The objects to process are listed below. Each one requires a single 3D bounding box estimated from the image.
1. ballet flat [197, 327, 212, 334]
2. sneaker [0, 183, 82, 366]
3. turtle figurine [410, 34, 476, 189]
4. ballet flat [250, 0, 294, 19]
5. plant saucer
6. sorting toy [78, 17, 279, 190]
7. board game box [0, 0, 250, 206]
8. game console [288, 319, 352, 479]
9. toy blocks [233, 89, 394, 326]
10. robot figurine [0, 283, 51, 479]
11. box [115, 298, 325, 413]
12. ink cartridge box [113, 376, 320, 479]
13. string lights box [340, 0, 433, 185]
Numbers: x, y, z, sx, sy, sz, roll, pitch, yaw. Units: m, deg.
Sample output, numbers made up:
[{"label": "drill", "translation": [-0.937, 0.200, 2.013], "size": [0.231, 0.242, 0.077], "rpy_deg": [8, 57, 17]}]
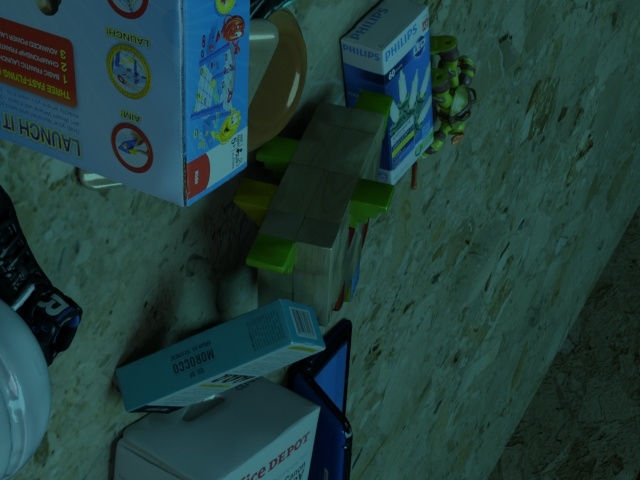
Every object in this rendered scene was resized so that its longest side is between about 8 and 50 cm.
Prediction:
[{"label": "ballet flat", "translation": [-0.103, 0.145, 1.557], "size": [0.058, 0.084, 0.250], "rpy_deg": [-44, 163, 17]}, {"label": "sneaker", "translation": [-0.290, 0.032, 1.083], "size": [0.079, 0.121, 0.216], "rpy_deg": [-44, 145, -41]}, {"label": "turtle figurine", "translation": [0.214, -0.229, 1.876], "size": [0.269, 0.087, 0.217], "rpy_deg": [-59, 152, -18]}, {"label": "ballet flat", "translation": [-0.089, -0.285, 1.266], "size": [0.280, 0.095, 0.096], "rpy_deg": [-53, 138, -28]}, {"label": "plant saucer", "translation": [-0.074, -0.205, 1.410], "size": [0.200, 0.037, 0.199], "rpy_deg": [-43, 145, -42]}, {"label": "sorting toy", "translation": [-0.157, -0.151, 1.193], "size": [0.193, 0.038, 0.208], "rpy_deg": [-11, 141, -37]}, {"label": "board game box", "translation": [-0.201, -0.215, 0.859], "size": [0.086, 0.308, 0.301], "rpy_deg": [-39, 142, -47]}, {"label": "game console", "translation": [0.036, 0.330, 1.880], "size": [0.173, 0.250, 0.293], "rpy_deg": [-16, 128, -26]}, {"label": "toy blocks", "translation": [0.000, 0.000, 1.535], "size": [0.381, 0.191, 0.260], "rpy_deg": [-68, 166, -44]}, {"label": "robot figurine", "translation": [-0.373, 0.156, 0.929], "size": [0.353, 0.200, 0.299], "rpy_deg": [-33, 152, -50]}, {"label": "box", "translation": [-0.125, 0.148, 1.374], "size": [0.100, 0.244, 0.060], "rpy_deg": [21, 48, -64]}, {"label": "ink cartridge box", "translation": [-0.159, 0.414, 1.571], "size": [0.279, 0.160, 0.384], "rpy_deg": [-28, 133, -53]}, {"label": "string lights box", "translation": [0.105, -0.226, 1.687], "size": [0.133, 0.077, 0.259], "rpy_deg": [-48, 147, -33]}]
